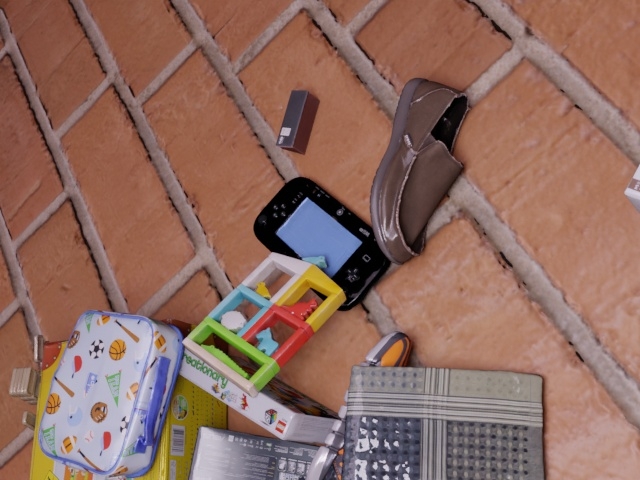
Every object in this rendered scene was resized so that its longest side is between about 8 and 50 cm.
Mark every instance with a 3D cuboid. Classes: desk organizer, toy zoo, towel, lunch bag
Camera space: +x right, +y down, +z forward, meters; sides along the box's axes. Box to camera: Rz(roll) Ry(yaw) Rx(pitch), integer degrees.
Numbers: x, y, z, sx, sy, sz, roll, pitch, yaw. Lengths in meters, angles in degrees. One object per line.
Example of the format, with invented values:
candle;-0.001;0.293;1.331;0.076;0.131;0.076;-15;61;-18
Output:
desk organizer;-0.048;-0.253;1.649;0.047;0.050;0.130;9;79;35
toy zoo;-0.088;0.130;1.399;0.192;0.030;0.293;27;62;38
towel;0.196;0.359;1.216;0.324;0.056;0.312;2;71;7
lunch bag;-0.377;0.283;1.406;0.243;0.115;0.303;4;75;31

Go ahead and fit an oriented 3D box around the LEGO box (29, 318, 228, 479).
LEGO box;-0.389;0.439;1.546;0.372;0.193;0.500;-13;67;29

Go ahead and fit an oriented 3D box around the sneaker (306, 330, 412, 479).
sneaker;0.122;0.327;1.313;0.180;0.124;0.321;25;90;26

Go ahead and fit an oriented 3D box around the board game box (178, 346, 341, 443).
board game box;-0.113;0.285;1.419;0.305;0.193;0.053;22;87;36

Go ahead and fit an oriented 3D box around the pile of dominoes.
pile of dominoes;-0.606;0.338;1.695;0.040;0.251;0.196;-3;61;5

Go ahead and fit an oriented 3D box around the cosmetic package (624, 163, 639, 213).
cosmetic package;0.527;-0.047;1.088;0.117;0.231;0.085;29;91;36

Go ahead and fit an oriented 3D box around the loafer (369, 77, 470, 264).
loafer;0.188;-0.134;1.400;0.130;0.134;0.366;4;76;34

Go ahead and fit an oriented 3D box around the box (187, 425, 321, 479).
box;-0.122;0.443;1.376;0.233;0.059;0.183;10;76;-4

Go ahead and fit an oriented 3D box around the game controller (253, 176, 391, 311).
game controller;0.000;0.000;1.521;0.319;0.067;0.166;40;98;35
